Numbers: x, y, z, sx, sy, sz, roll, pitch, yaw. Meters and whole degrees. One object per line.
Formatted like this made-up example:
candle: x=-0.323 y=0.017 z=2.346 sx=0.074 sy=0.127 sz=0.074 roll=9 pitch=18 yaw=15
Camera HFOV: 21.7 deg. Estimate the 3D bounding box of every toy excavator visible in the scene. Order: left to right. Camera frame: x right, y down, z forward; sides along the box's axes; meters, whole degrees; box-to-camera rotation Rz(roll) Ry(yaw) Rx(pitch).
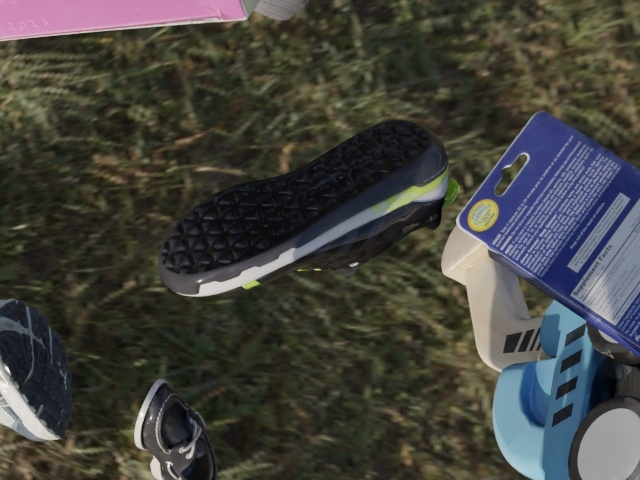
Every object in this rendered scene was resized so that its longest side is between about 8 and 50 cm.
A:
toy excavator: x=0.267 y=0.128 z=1.749 sx=0.222 sy=0.445 sz=0.433 roll=27 pitch=64 yaw=-32

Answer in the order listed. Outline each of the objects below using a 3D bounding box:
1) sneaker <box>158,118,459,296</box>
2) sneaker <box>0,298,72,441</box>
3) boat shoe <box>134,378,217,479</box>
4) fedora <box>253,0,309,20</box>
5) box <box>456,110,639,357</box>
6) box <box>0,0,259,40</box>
sneaker: x=0.000 y=0.000 z=1.208 sx=0.234 sy=0.084 sz=0.097 roll=-24 pitch=133 yaw=-12
sneaker: x=-0.345 y=0.102 z=1.596 sx=0.283 sy=0.122 sz=0.110 roll=52 pitch=30 yaw=-38
boat shoe: x=-0.090 y=0.129 z=1.070 sx=0.038 sy=0.125 sz=0.046 roll=23 pitch=61 yaw=16
fedora: x=-0.111 y=-0.273 z=1.289 sx=0.243 sy=0.275 sz=0.124 roll=20 pitch=98 yaw=-41
box: x=0.246 y=-0.003 z=1.462 sx=0.225 sy=0.036 sz=0.136 roll=35 pitch=83 yaw=16
box: x=-0.114 y=-0.237 z=1.017 sx=0.243 sy=0.213 sz=0.117 roll=-63 pitch=143 yaw=-47
